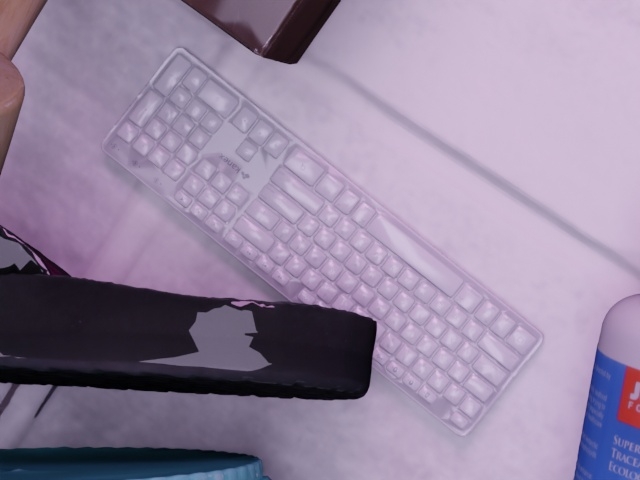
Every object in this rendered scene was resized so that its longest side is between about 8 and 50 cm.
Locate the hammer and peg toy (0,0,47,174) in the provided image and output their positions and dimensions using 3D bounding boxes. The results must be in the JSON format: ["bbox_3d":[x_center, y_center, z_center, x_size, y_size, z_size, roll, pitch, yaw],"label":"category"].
[{"bbox_3d":[-0.290,-0.122,0.727,0.361,0.266,0.127,27,120,4],"label":"hammer and peg toy"}]

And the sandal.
[{"bbox_3d":[-0.192,0.016,0.773,0.446,0.167,0.107,4,81,1],"label":"sandal"}]

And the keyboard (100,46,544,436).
[{"bbox_3d":[0.000,0.000,0.806,0.256,0.014,0.072,39,99,3],"label":"keyboard"}]

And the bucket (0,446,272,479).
[{"bbox_3d":[-0.142,0.199,0.719,0.281,0.281,0.183,-2,87,8],"label":"bucket"}]

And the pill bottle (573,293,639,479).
[{"bbox_3d":[0.192,0.096,0.733,0.124,0.124,0.221,9,96,7],"label":"pill bottle"}]

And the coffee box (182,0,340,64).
[{"bbox_3d":[-0.091,-0.240,0.743,0.297,0.119,0.168,35,98,4],"label":"coffee box"}]
